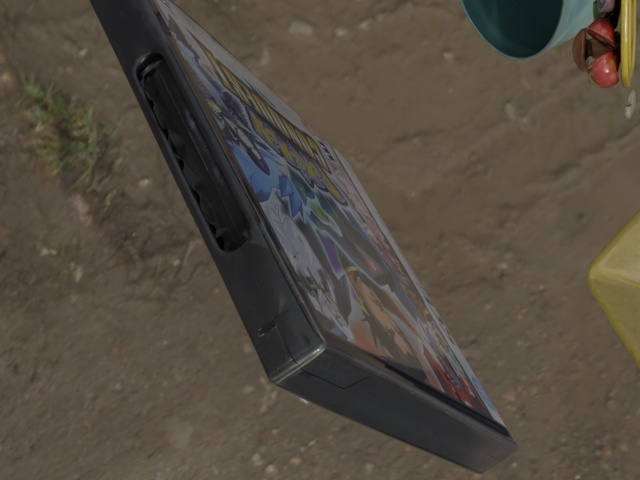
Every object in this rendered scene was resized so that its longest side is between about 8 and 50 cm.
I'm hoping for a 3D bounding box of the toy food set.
[{"bbox_3d":[0.324,-0.245,1.217,0.128,0.071,0.218,-49,137,-61],"label":"toy food set"}]

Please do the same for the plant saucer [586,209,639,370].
[{"bbox_3d":[0.429,0.015,0.974,0.081,0.333,0.333,31,22,-21],"label":"plant saucer"}]

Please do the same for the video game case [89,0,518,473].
[{"bbox_3d":[0.000,0.000,0.598,0.275,0.035,0.248,36,22,-57],"label":"video game case"}]

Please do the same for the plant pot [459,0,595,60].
[{"bbox_3d":[0.349,-0.439,1.586,0.196,0.293,0.293,-21,78,-21],"label":"plant pot"}]
